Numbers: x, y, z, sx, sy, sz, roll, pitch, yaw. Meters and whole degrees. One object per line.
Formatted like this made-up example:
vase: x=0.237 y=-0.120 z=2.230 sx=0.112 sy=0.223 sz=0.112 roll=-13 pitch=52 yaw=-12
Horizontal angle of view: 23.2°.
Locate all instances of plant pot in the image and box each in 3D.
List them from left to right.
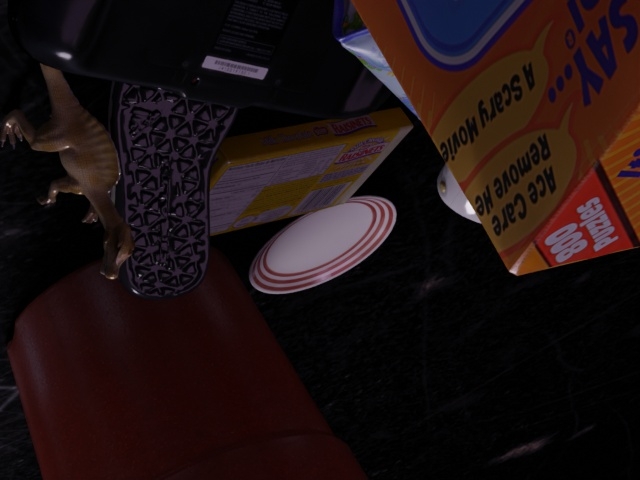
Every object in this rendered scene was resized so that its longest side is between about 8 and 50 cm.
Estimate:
plant pot: x=-0.114 y=0.161 z=1.256 sx=0.272 sy=0.265 sz=0.272 roll=-21 pitch=154 yaw=-11

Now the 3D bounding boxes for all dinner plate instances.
dinner plate: x=0.000 y=0.000 z=1.353 sx=0.141 sy=0.017 sz=0.141 roll=-22 pitch=156 yaw=-11

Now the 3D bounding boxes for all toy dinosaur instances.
toy dinosaur: x=-0.159 y=-0.068 z=0.994 sx=0.053 sy=0.183 sz=0.092 roll=-32 pitch=-157 yaw=-33

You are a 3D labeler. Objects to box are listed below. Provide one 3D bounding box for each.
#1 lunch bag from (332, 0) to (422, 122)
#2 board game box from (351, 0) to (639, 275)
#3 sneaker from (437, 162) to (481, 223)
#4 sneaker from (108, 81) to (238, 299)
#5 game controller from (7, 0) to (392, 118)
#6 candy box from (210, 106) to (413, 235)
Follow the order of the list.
lunch bag: x=0.095 y=-0.146 z=0.894 sx=0.151 sy=0.096 sz=0.129 roll=-16 pitch=156 yaw=24
board game box: x=0.209 y=-0.255 z=0.664 sx=0.356 sy=0.356 sz=0.356 roll=-11 pitch=150 yaw=-31
sneaker: x=0.239 y=-0.090 z=1.327 sx=0.292 sy=0.108 sz=0.169 roll=-6 pitch=151 yaw=-19
sneaker: x=-0.111 y=-0.070 z=1.045 sx=0.084 sy=0.097 sz=0.235 roll=2 pitch=120 yaw=-19
game controller: x=-0.038 y=-0.158 z=0.926 sx=0.319 sy=0.067 sz=0.166 roll=6 pitch=124 yaw=-49
candy box: x=-0.027 y=-0.050 z=1.182 sx=0.206 sy=0.027 sz=0.105 roll=-14 pitch=152 yaw=-46
